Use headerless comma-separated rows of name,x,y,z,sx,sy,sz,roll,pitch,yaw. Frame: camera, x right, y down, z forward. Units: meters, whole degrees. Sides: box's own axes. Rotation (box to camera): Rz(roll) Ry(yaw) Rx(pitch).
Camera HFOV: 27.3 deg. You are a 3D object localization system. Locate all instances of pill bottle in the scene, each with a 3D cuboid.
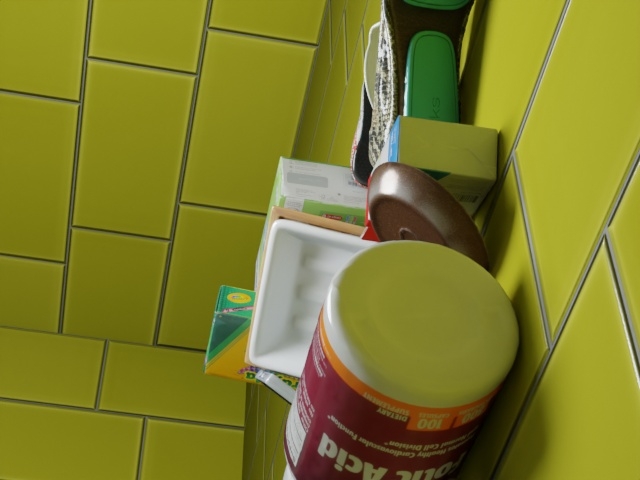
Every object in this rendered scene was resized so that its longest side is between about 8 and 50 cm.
pill bottle,0.078,0.205,1.578,0.392,0.224,0.224,106,169,-46

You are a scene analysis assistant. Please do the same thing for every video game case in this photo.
video game case,-0.017,0.298,2.297,0.023,0.212,0.193,-53,4,-7

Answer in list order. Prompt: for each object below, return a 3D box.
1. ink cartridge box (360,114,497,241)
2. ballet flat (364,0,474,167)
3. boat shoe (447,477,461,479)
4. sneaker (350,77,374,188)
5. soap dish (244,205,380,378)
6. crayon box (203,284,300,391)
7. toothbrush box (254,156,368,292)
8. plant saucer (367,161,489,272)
ink cartridge box,0.139,-0.070,1.749,0.231,0.134,0.078,115,161,-64
ballet flat,0.132,-0.316,1.881,0.182,0.164,0.483,18,103,58
boat shoe,0.169,0.305,1.470,0.135,0.050,0.045,-116,37,-59
sneaker,0.109,-0.221,2.298,0.145,0.090,0.270,67,-144,-89
soap dish,0.007,0.099,2.270,0.118,0.228,0.291,-38,-40,-71
crayon box,-0.067,0.192,2.451,0.081,0.278,0.165,-84,6,-50
toothbrush box,0.000,0.000,2.437,0.122,0.206,0.283,-91,11,-48
plant saucer,0.124,-0.008,1.647,0.036,0.198,0.198,-41,-10,-23
